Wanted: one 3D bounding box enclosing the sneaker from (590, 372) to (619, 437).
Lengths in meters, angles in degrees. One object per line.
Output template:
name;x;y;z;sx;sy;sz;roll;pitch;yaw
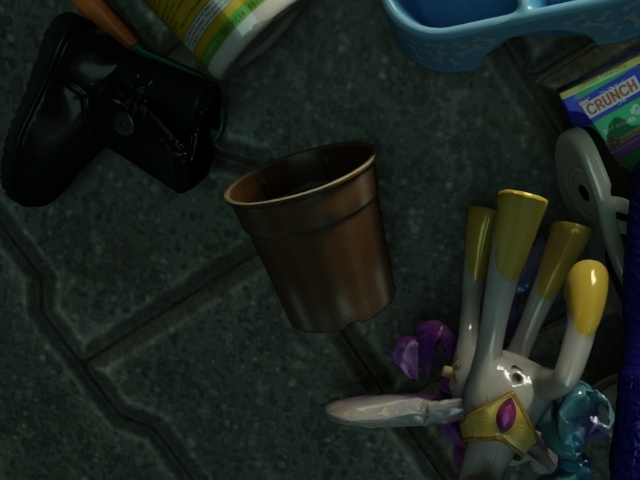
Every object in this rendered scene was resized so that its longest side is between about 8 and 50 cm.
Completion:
sneaker;0.418;0.164;0.798;0.258;0.091;0.094;-2;100;3

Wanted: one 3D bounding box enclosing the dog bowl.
dog bowl;0.189;-0.257;0.677;0.297;0.074;0.166;-5;85;25

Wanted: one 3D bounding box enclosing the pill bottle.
pill bottle;-0.136;-0.295;0.741;0.136;0.136;0.245;-41;96;19

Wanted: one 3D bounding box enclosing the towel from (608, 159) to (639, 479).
towel;0.378;0.078;0.674;0.228;0.076;0.308;2;91;-22

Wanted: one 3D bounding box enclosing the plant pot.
plant pot;0.000;0.000;0.798;0.167;0.167;0.165;-12;111;14

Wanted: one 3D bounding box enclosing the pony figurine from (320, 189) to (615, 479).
pony figurine;0.161;0.148;0.740;0.303;0.351;0.363;14;90;3

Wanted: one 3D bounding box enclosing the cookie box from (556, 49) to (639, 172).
cookie box;0.307;-0.126;0.757;0.092;0.040;0.107;-25;99;18

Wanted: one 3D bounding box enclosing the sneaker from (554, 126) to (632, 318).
sneaker;0.324;-0.032;0.739;0.121;0.079;0.217;-26;103;-5

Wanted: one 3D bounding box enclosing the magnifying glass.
magnifying glass;-0.198;-0.198;0.841;0.092;0.026;0.231;-39;95;19

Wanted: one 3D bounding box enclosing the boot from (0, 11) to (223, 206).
boot;-0.232;-0.102;0.821;0.207;0.094;0.246;31;112;10
